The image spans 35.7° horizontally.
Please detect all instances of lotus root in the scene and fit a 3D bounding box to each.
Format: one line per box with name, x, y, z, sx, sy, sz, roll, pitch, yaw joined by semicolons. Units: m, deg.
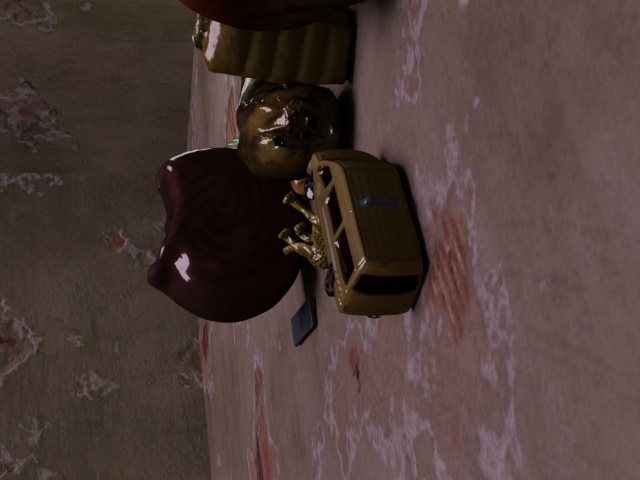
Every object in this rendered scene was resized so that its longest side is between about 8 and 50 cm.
lotus root;-0.051;-0.168;1.579;0.275;0.160;0.152;-156;54;-73

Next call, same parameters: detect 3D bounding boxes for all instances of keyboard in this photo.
keyboard;-0.032;0.151;1.826;0.176;0.014;0.055;123;144;-68

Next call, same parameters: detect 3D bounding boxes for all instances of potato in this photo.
potato;-0.029;-0.111;1.699;0.068;0.062;0.083;64;-159;-19

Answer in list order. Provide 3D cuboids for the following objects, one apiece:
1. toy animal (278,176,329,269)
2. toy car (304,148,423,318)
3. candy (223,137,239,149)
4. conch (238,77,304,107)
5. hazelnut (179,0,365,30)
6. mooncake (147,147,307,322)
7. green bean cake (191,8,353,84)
toy animal;0.000;0.000;1.533;0.136;0.073;0.181;45;146;21
toy car;0.053;-0.033;1.237;0.124;0.101;0.257;110;155;-47
candy;-0.161;-0.051;2.142;0.142;0.132;0.344;39;130;54
conch;-0.080;-0.307;1.808;0.187;0.124;0.181;54;142;20
hazelnut;-0.068;-0.443;1.242;0.409;0.359;0.359;110;157;-66
mooncake;-0.177;-0.029;1.818;0.326;0.334;0.174;-51;-9;-32
green bean cake;-0.078;-0.324;1.536;0.236;0.233;0.124;-122;39;-66
